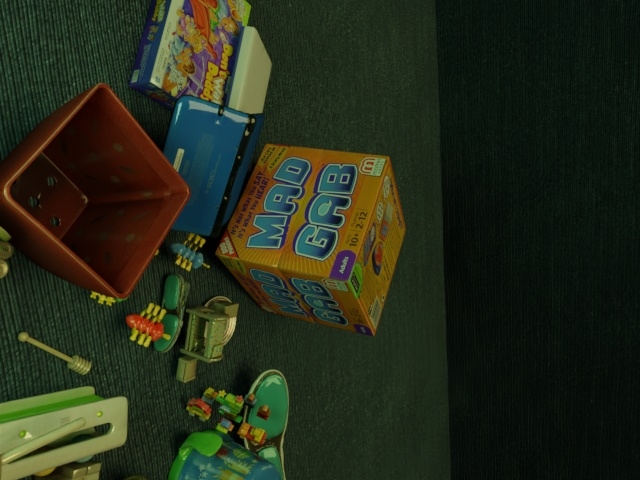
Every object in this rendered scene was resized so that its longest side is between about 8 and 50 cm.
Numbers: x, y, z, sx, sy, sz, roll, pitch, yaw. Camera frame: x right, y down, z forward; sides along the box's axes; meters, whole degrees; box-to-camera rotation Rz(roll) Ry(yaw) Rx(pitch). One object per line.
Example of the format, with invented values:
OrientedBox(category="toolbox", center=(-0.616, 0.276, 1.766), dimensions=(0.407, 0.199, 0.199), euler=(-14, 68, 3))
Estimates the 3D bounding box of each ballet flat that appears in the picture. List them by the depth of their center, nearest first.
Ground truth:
OrientedBox(category="ballet flat", center=(-0.350, 0.175, 1.278), dimensions=(0.070, 0.070, 0.188), euler=(21, 79, -55))
OrientedBox(category="ballet flat", center=(-0.168, 0.555, 1.519), dimensions=(0.139, 0.139, 0.400), euler=(-8, 99, -55))

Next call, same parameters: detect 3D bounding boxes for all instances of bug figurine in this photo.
OrientedBox(category="bug figurine", center=(-0.381, 0.084, 1.185), dimensions=(0.216, 0.072, 0.279), euler=(40, 60, -27))

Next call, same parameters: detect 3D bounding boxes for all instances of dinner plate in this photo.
OrientedBox(category="dinner plate", center=(-0.279, 0.219, 1.422), dimensions=(0.141, 0.017, 0.141), euler=(-4, 95, -55))

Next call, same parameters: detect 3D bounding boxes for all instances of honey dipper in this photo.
OrientedBox(category="honey dipper", center=(-0.525, 0.222, 1.050), dimensions=(0.160, 0.030, 0.030), euler=(49, 53, -44))

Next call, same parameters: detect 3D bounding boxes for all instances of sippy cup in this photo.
OrientedBox(category="sippy cup", center=(-0.227, 0.623, 1.345), dimensions=(0.305, 0.224, 0.240), euler=(37, 62, -50))

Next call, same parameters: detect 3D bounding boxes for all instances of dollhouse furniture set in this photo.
OrientedBox(category="dollhouse furniture set", center=(-0.260, 0.259, 1.339), dimensions=(0.161, 0.101, 0.181), euler=(-6, 107, -64))

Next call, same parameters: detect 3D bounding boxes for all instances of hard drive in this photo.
OrientedBox(category="hard drive", center=(-0.195, -0.361, 1.401), dimensions=(0.210, 0.040, 0.318), euler=(49, 51, -80))

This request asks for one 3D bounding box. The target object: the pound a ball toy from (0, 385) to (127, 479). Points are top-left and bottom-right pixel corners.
OrientedBox(category="pound a ball toy", center=(-0.494, 0.369, 0.947), dimensions=(0.319, 0.208, 0.135), euler=(3, 89, -57))

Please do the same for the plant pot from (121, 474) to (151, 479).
OrientedBox(category="plant pot", center=(-0.373, 0.651, 1.158), dimensions=(0.237, 0.237, 0.254), euler=(-43, 113, -46))

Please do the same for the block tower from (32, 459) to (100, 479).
OrientedBox(category="block tower", center=(-0.513, 0.606, 1.042), dimensions=(0.091, 0.097, 0.335), euler=(10, 82, -56))

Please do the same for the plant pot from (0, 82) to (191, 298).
OrientedBox(category="plant pot", center=(-0.445, -0.077, 0.951), dimensions=(0.267, 0.236, 0.267), euler=(57, 42, -40))

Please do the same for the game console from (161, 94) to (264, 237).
OrientedBox(category="game console", center=(-0.258, -0.174, 1.224), dimensions=(0.250, 0.173, 0.293), euler=(12, 107, -30))

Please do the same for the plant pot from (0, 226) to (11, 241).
OrientedBox(category="plant pot", center=(-0.627, 0.004, 0.710), dimensions=(0.254, 0.276, 0.276), euler=(-56, 136, -21))

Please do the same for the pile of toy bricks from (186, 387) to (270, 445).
OrientedBox(category="pile of toy bricks", center=(-0.222, 0.422, 1.347), dimensions=(0.105, 0.212, 0.118), euler=(109, 6, -46))

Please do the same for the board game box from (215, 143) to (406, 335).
OrientedBox(category="board game box", center=(0.000, 0.000, 1.452), dimensions=(0.356, 0.356, 0.356), euler=(63, 42, -56))

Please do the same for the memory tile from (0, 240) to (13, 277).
OrientedBox(category="memory tile", center=(-0.608, 0.001, 0.925), dimensions=(0.148, 0.012, 0.113), euler=(29, 69, -53))

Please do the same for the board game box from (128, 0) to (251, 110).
OrientedBox(category="board game box", center=(-0.303, -0.477, 1.282), dimensions=(0.233, 0.078, 0.347), euler=(25, 72, -54))
